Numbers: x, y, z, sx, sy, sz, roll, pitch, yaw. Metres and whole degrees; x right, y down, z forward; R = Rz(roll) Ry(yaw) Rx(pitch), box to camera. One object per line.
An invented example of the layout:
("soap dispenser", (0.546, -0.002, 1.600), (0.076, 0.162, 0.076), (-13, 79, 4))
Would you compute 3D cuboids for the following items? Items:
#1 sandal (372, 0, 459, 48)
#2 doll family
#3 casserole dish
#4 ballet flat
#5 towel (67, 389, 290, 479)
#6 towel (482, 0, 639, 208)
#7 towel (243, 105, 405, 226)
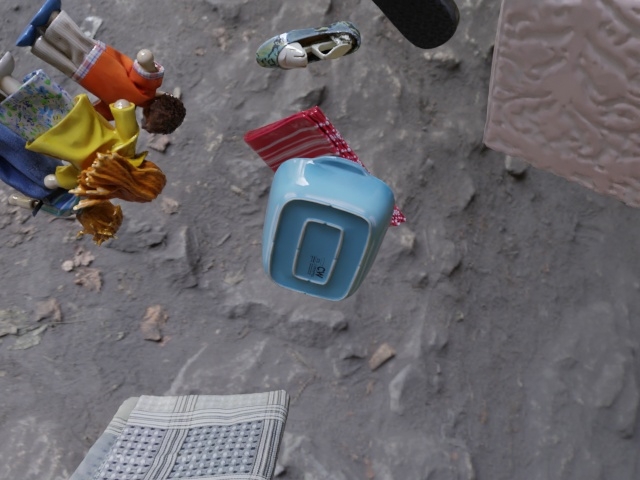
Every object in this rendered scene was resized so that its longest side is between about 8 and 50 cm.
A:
("sandal", (0.136, -0.602, 1.337), (0.446, 0.167, 0.107), (45, 49, -30))
("doll family", (-0.227, -0.069, 0.547), (0.163, 0.263, 0.118), (38, 47, -31))
("casserole dish", (0.000, 0.000, 0.590), (0.114, 0.188, 0.037), (16, 52, 0))
("ballet flat", (-0.017, -0.331, 1.091), (0.188, 0.070, 0.070), (-20, 98, -5))
("towel", (-0.225, 0.339, 1.007), (0.312, 0.324, 0.056), (-74, 158, -64))
("towel", (0.359, -0.164, 0.733), (0.053, 0.331, 0.317), (-53, 156, -21))
("towel", (0.003, -0.109, 1.116), (0.275, 0.199, 0.031), (48, 57, -26))
